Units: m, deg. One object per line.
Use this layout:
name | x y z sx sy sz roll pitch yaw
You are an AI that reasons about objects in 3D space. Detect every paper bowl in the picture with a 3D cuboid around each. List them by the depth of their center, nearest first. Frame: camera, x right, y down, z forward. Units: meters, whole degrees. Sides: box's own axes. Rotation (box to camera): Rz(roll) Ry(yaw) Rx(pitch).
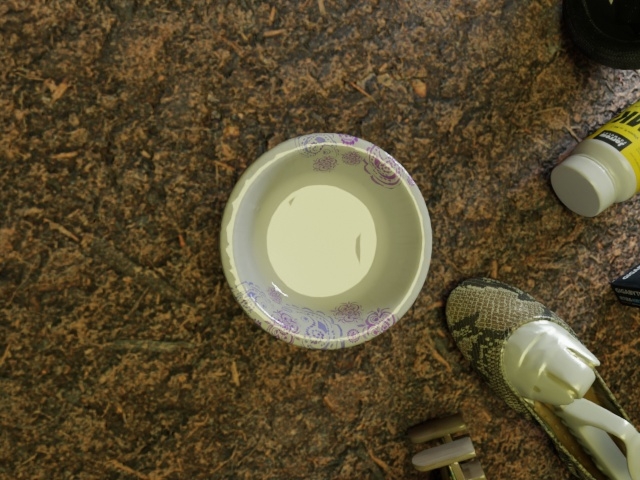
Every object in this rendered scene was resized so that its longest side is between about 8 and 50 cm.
paper bowl | 0.000 0.000 0.751 0.284 0.148 0.284 0 92 -10

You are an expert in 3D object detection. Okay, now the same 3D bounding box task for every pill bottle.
pill bottle | 0.486 -0.135 0.854 0.208 0.119 0.119 -35 98 -8

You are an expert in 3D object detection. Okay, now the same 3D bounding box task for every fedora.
fedora | 0.549 -0.408 0.816 0.152 0.334 0.334 10 90 -41

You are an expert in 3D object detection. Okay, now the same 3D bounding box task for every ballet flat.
ballet flat | 0.393 0.248 0.818 0.164 0.182 0.483 -41 98 -6

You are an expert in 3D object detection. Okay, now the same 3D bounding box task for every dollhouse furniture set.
dollhouse furniture set | 0.179 0.415 0.762 0.161 0.242 0.212 -21 96 8

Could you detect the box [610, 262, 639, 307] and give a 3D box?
box | 0.622 0.041 0.858 0.220 0.175 0.051 -31 97 -8
